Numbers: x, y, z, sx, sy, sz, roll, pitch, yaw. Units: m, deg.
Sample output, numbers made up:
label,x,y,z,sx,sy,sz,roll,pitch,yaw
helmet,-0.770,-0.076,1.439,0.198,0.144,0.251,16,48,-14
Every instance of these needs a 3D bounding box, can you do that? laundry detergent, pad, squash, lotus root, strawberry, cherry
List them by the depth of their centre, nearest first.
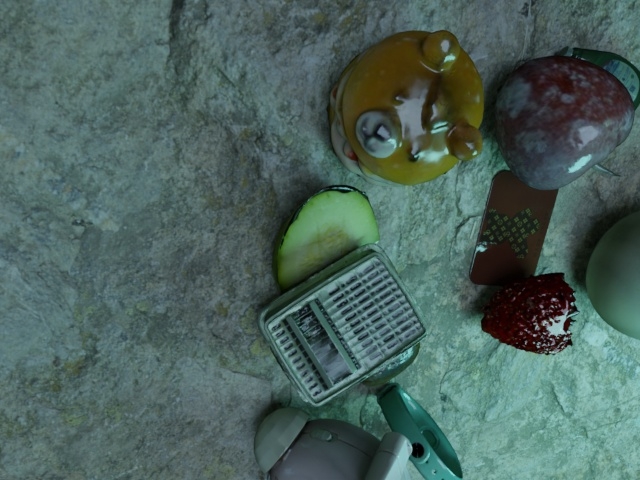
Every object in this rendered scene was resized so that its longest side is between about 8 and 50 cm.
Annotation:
label,x,y,z,sx,sy,sz,roll,pitch,yaw
squash,0.000,0.000,0.831,0.237,0.155,0.204,-31,109,-6
cherry,0.463,-0.214,0.859,0.285,0.213,0.236,43,71,2
laundry detergent,0.574,-0.328,0.933,0.211,0.063,0.137,24,105,-20
lotus root,0.152,0.236,0.970,0.192,0.088,0.113,-33,113,-6
strawberry,0.460,0.168,0.992,0.202,0.187,0.184,-12,74,5
pad,0.442,-0.020,1.018,0.181,0.004,0.267,5,104,-16

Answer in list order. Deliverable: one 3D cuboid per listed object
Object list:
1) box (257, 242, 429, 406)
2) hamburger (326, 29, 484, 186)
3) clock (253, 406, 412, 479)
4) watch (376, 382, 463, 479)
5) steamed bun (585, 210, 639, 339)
label,x,y,z,sx,sy,sz,roll,pitch,yaw
box,0.043,0.160,0.854,0.291,0.166,0.220,-32,86,-3
hamburger,0.153,-0.218,0.763,0.277,0.237,0.276,-3,104,-13
clock,0.029,0.518,0.920,0.184,0.326,0.341,-30,115,-51
watch,0.215,0.429,0.982,0.068,0.237,0.195,-41,140,8
steamed bun,0.773,0.074,1.024,0.325,0.206,0.324,-3,104,-14
